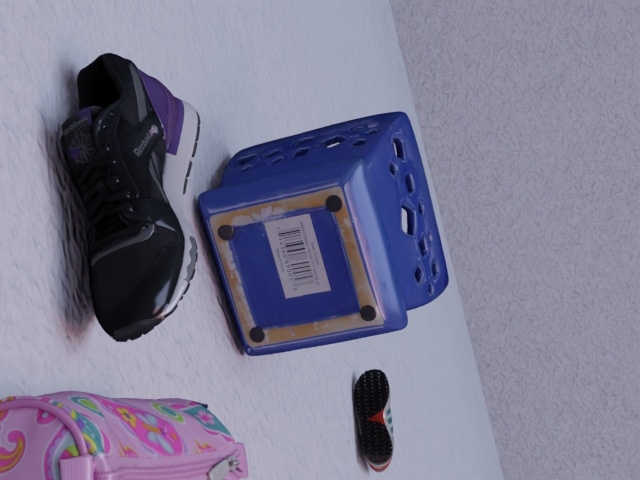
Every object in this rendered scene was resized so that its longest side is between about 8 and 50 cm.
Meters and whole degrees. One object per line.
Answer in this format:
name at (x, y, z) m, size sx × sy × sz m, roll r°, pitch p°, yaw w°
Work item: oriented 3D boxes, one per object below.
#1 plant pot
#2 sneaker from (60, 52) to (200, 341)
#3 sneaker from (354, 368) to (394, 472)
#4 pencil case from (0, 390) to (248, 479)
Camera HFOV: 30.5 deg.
plant pot at (0.000, 0.000, 1.376) m, size 0.212 × 0.236 × 0.236 m, roll -46°, pitch 123°, yaw -66°
sneaker at (-0.184, -0.045, 1.020) m, size 0.124 × 0.107 × 0.283 m, roll 43°, pitch 30°, yaw -40°
sneaker at (0.082, 0.279, 1.803) m, size 0.075 × 0.057 × 0.161 m, roll 86°, pitch 0°, yaw -56°
pencil case at (-0.151, 0.171, 0.863) m, size 0.284 × 0.124 × 0.124 m, roll 26°, pitch 52°, yaw -70°
